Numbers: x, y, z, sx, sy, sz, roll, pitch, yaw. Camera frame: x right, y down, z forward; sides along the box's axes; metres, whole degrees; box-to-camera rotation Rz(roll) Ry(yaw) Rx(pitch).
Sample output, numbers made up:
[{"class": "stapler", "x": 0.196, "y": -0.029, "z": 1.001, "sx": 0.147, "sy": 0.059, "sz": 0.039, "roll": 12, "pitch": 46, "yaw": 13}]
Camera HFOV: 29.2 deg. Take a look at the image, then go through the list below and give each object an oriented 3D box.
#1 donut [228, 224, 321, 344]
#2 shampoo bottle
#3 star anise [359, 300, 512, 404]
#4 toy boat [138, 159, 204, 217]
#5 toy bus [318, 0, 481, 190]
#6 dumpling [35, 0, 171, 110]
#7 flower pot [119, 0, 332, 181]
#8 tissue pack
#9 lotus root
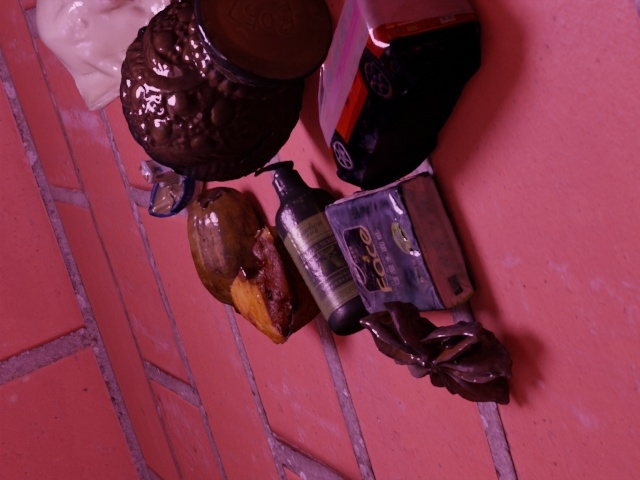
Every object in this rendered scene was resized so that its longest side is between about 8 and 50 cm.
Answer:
[{"class": "donut", "x": -0.049, "y": 0.073, "z": 2.003, "sx": 0.151, "sy": 0.112, "sz": 0.295, "roll": 58, "pitch": 157, "yaw": 13}, {"class": "shampoo bottle", "x": 0.000, "y": 0.000, "z": 1.822, "sx": 0.284, "sy": 0.101, "sz": 0.101, "roll": 61, "pitch": 158, "yaw": 19}, {"class": "star anise", "x": 0.159, "y": 0.144, "z": 1.558, "sx": 0.212, "sy": 0.073, "sz": 0.197, "roll": 15, "pitch": 153, "yaw": 33}, {"class": "toy boat", "x": -0.299, "y": -0.121, "z": 2.403, "sx": 0.114, "sy": 0.115, "sz": 0.262, "roll": 60, "pitch": 158, "yaw": 20}, {"class": "toy bus", "x": 0.082, "y": -0.187, "z": 1.420, "sx": 0.303, "sy": 0.127, "sz": 0.147, "roll": 114, "pitch": 136, "yaw": -64}, {"class": "dumpling", "x": -0.375, "y": -0.448, "z": 2.234, "sx": 0.315, "sy": 0.233, "sz": 0.395, "roll": -13, "pitch": 84, "yaw": 37}, {"class": "flower pot", "x": -0.121, "y": -0.247, "z": 1.701, "sx": 0.267, "sy": 0.266, "sz": 0.267, "roll": -38, "pitch": 74, "yaw": 57}, {"class": "tissue pack", "x": 0.103, "y": 0.008, "z": 1.622, "sx": 0.235, "sy": 0.073, "sz": 0.173, "roll": -11, "pitch": 102, "yaw": 67}, {"class": "lotus root", "x": -0.156, "y": 0.028, "z": 2.187, "sx": 0.145, "sy": 0.128, "sz": 0.260, "roll": 1, "pitch": 115, "yaw": 47}]
